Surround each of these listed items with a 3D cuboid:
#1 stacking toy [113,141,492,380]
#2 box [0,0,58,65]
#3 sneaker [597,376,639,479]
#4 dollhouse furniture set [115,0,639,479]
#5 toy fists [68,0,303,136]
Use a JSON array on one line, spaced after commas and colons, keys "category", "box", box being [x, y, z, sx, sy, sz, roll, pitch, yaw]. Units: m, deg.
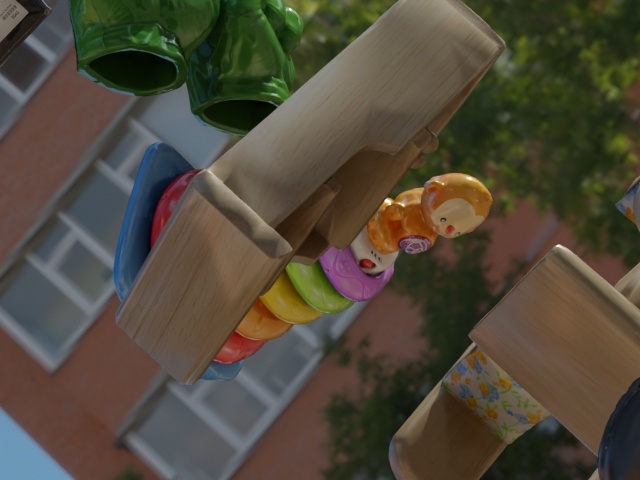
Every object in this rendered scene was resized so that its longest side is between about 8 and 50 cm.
[{"category": "stacking toy", "box": [0.000, 0.000, 1.314, 0.175, 0.302, 0.165, 46, -137, -42]}, {"category": "box", "box": [-0.416, -0.163, 1.729, 0.395, 0.097, 0.318, -44, 12, 15]}, {"category": "sneaker", "box": [0.282, 0.074, 0.771, 0.331, 0.122, 0.146, -26, 13, 16]}, {"category": "dollhouse furniture set", "box": [0.116, 0.067, 1.029, 0.256, 0.394, 0.362, -44, -6, -36]}, {"category": "toy fists", "box": [-0.107, -0.188, 1.380, 0.096, 0.142, 0.279, -20, -20, 30]}]
